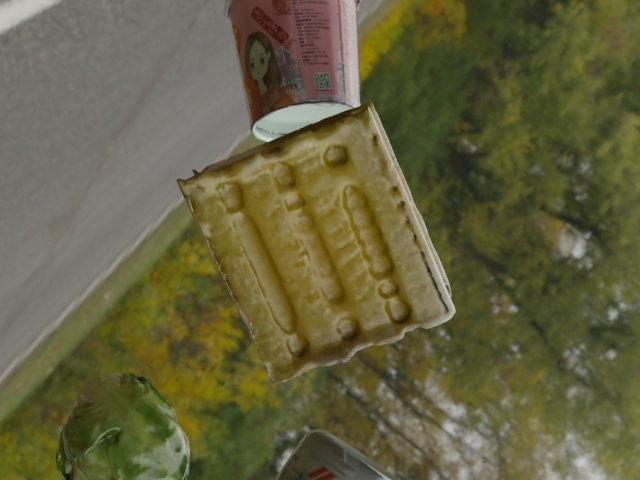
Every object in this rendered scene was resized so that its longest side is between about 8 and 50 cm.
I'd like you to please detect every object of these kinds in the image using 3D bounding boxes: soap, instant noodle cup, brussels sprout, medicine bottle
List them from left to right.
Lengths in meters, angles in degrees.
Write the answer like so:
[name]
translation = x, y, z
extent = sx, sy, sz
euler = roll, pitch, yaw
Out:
[brussels sprout]
translation = -0.361, 0.384, 2.011
extent = 0.227, 0.294, 0.259
euler = -8, 142, -32
[instant noodle cup]
translation = -0.035, -0.303, 1.895
extent = 0.243, 0.243, 0.231
euler = 135, -50, -67
[soap]
translation = 0.000, 0.000, 1.582
extent = 0.293, 0.335, 0.156
euler = -24, -171, 9
[medicine bottle]
translation = 0.000, 0.544, 2.111
extent = 0.306, 0.245, 0.245
euler = -57, -177, -5
